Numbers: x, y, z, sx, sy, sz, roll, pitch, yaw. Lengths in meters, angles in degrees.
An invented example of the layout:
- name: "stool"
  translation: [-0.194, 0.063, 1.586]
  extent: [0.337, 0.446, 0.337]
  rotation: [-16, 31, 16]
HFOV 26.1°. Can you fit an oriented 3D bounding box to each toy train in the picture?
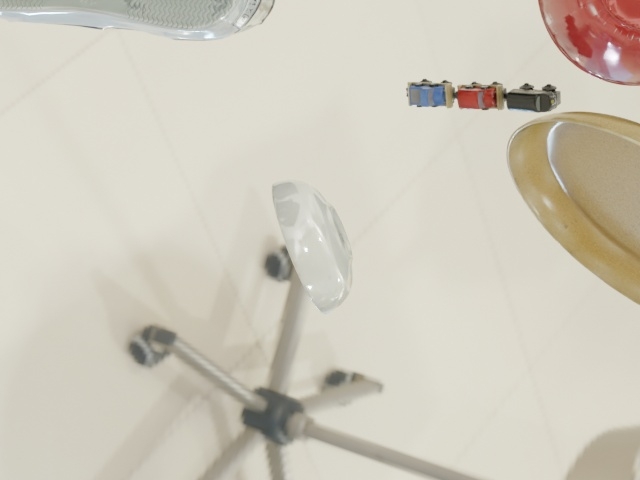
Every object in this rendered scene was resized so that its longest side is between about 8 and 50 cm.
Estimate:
- name: "toy train"
  translation: [0.147, -0.133, 1.289]
  extent: [0.036, 0.158, 0.027]
  rotation: [-33, 123, -51]

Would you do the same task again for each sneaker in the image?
- name: "sneaker"
  translation: [-0.152, -0.174, 0.892]
  extent: [0.091, 0.258, 0.094]
  rotation: [5, 103, -74]

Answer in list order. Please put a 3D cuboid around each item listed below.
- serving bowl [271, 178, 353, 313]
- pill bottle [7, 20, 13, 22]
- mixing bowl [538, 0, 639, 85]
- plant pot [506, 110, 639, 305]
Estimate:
- name: "serving bowl"
  translation: [0.000, 0.000, 0.808]
  extent: [0.083, 0.027, 0.083]
  rotation: [-21, 90, -82]
- name: "pill bottle"
  translation: [-0.272, -0.303, 1.537]
  extent: [0.184, 0.103, 0.103]
  rotation: [-22, 116, -29]
- name: "mixing bowl"
  translation: [0.277, -0.222, 1.174]
  extent: [0.098, 0.181, 0.181]
  rotation: [-50, 146, -80]
- name: "plant pot"
  translation: [0.240, -0.015, 0.994]
  extent: [0.032, 0.236, 0.236]
  rotation: [-50, 133, -15]
